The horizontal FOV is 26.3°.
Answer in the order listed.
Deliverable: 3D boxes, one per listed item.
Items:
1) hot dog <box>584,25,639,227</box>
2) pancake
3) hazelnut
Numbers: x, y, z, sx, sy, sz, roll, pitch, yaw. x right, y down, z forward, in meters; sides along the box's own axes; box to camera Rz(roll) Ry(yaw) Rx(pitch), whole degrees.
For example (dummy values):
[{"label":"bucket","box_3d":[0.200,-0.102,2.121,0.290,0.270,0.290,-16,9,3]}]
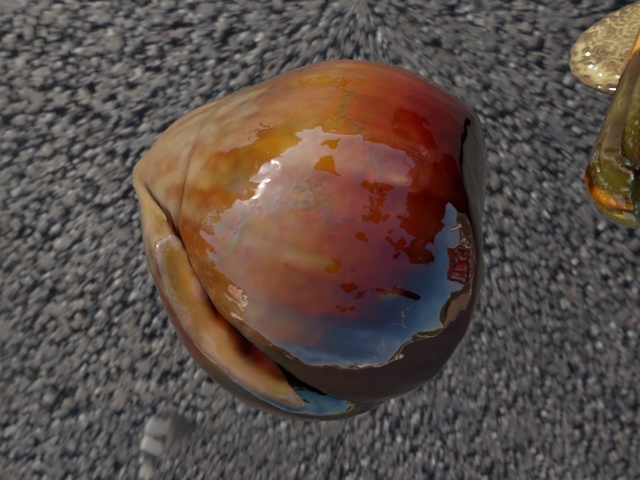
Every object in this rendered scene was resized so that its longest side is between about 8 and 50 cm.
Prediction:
[{"label":"hot dog","box_3d":[0.312,-0.144,1.097,0.117,0.349,0.158,26,139,3]},{"label":"pancake","box_3d":[0.362,-0.206,1.446,0.199,0.199,0.021,-15,129,4]},{"label":"hazelnut","box_3d":[0.000,0.000,1.327,0.359,0.409,0.359,1,96,12]}]
